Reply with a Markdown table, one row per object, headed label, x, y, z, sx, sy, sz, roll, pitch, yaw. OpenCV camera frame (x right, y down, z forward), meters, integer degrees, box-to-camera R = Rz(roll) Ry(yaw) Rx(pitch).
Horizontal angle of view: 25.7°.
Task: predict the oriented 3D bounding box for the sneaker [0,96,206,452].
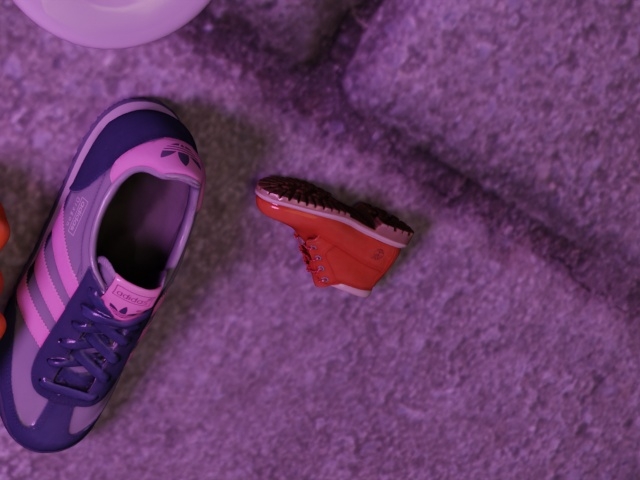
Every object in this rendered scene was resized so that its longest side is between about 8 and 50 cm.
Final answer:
| label | x | y | z | sx | sy | sz | roll | pitch | yaw |
| --- | --- | --- | --- | --- | --- | --- | --- | --- | --- |
| sneaker | -0.180 | 0.048 | 1.129 | 0.112 | 0.131 | 0.319 | 12 | 107 | -26 |

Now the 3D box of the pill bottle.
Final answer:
| label | x | y | z | sx | sy | sz | roll | pitch | yaw |
| --- | --- | --- | --- | --- | --- | --- | --- | --- | --- |
| pill bottle | -0.163 | -0.232 | 0.933 | 0.152 | 0.272 | 0.152 | -9 | 116 | -19 |

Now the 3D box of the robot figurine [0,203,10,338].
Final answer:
| label | x | y | z | sx | sy | sz | roll | pitch | yaw |
| --- | --- | --- | --- | --- | --- | --- | --- | --- | --- |
| robot figurine | -0.332 | 0.046 | 1.071 | 0.219 | 0.128 | 0.158 | -49 | 155 | 4 |

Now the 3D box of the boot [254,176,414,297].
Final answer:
| label | x | y | z | sx | sy | sz | roll | pitch | yaw |
| --- | --- | --- | --- | --- | --- | --- | --- | --- | --- |
| boot | 0.000 | 0.000 | 1.226 | 0.158 | 0.059 | 0.085 | 22 | 107 | -29 |
